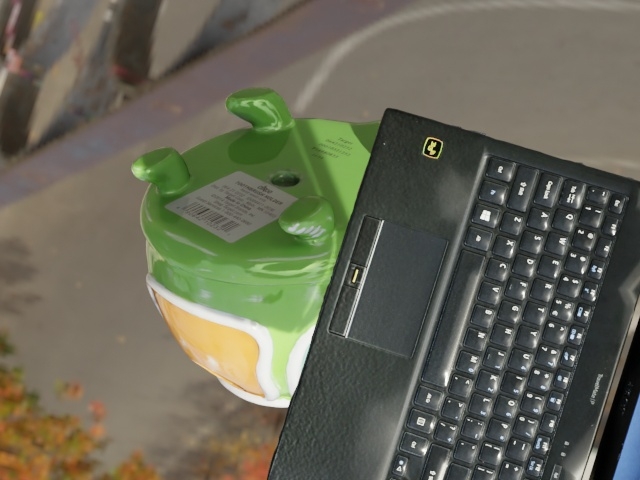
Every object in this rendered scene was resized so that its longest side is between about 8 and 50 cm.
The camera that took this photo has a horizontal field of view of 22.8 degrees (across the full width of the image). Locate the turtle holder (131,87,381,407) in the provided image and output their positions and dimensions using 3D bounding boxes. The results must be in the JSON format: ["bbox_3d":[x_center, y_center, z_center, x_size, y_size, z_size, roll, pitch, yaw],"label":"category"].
[{"bbox_3d":[-0.020,0.001,1.422,0.243,0.320,0.227,7,122,14],"label":"turtle holder"}]

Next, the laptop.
[{"bbox_3d":[0.115,0.069,0.814,0.264,0.234,0.136,18,178,10],"label":"laptop"}]
